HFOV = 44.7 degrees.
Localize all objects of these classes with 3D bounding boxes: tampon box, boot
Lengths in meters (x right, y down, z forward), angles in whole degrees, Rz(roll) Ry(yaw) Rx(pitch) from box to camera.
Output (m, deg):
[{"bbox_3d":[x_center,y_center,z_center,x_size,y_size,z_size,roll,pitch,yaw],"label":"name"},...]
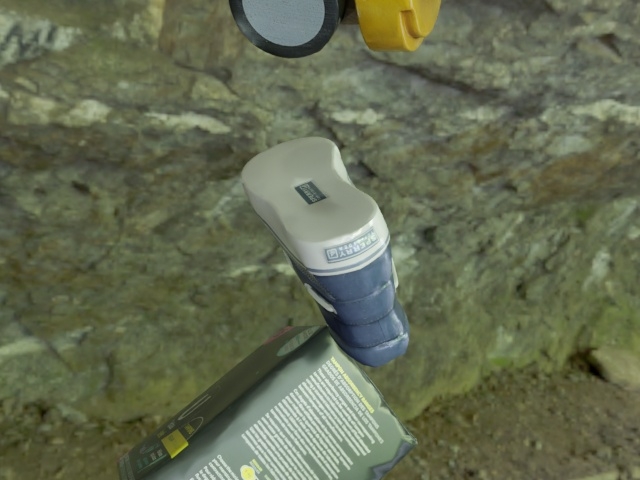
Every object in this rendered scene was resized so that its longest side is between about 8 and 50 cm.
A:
[{"bbox_3d":[-0.041,0.143,0.527,0.161,0.101,0.120,-38,5,-17],"label":"tampon box"},{"bbox_3d":[0.000,0.000,0.483,0.069,0.086,0.190,-20,26,-3],"label":"boot"}]

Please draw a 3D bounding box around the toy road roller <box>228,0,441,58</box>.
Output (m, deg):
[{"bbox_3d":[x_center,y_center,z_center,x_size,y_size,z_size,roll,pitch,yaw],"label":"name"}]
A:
[{"bbox_3d":[0.055,-0.313,0.613,0.240,0.329,0.202,5,40,18],"label":"toy road roller"}]
